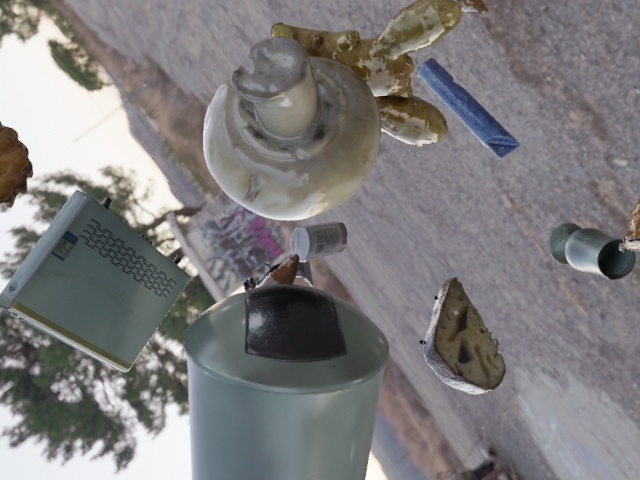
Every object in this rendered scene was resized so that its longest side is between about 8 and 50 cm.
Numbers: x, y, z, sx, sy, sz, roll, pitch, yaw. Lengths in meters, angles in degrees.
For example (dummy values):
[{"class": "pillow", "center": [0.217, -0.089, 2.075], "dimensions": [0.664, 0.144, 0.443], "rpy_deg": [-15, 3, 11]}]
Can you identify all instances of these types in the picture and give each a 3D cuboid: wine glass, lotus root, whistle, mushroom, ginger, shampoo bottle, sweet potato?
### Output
[{"class": "wine glass", "center": [0.604, 0.024, 1.674], "dimensions": [0.103, 0.103, 0.231], "rpy_deg": [54, 180, -11]}, {"class": "lotus root", "center": [0.317, 0.236, 1.711], "dimensions": [0.260, 0.170, 0.074], "rpy_deg": [57, 154, -3]}, {"class": "whistle", "center": [0.334, -0.302, 1.716], "dimensions": [0.304, 0.062, 0.062], "rpy_deg": [52, 176, 25]}, {"class": "mushroom", "center": [-0.049, -0.197, 1.240], "dimensions": [0.314, 0.314, 0.336], "rpy_deg": [52, 174, 15]}, {"class": "ginger", "center": [0.088, -0.325, 1.473], "dimensions": [0.363, 0.348, 0.122], "rpy_deg": [80, -165, -63]}, {"class": "shampoo bottle", "center": [0.000, 0.000, 1.862], "dimensions": [0.056, 0.086, 0.227], "rpy_deg": [7, -172, 24]}, {"class": "sweet potato", "center": [-0.111, 0.130, 1.246], "dimensions": [0.057, 0.264, 0.057], "rpy_deg": [34, -171, -6]}]

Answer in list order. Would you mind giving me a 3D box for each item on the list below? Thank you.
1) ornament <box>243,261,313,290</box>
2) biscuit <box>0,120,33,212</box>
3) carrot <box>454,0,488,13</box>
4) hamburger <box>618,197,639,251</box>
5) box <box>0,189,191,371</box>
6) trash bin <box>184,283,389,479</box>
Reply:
[{"class": "ornament", "center": [-0.127, 0.094, 2.122], "dimensions": [0.088, 0.203, 0.081], "rpy_deg": [51, -147, -60]}, {"class": "biscuit", "center": [-0.770, -0.147, 1.552], "dimensions": [0.326, 0.326, 0.107], "rpy_deg": [52, 139, 24]}, {"class": "carrot", "center": [0.211, -0.506, 1.436], "dimensions": [0.263, 0.102, 0.102], "rpy_deg": [30, 180, -9]}, {"class": "hamburger", "center": [0.487, -0.035, 1.016], "dimensions": [0.176, 0.087, 0.102], "rpy_deg": [-4, 85, 54]}, {"class": "box", "center": [-0.320, 0.064, 1.108], "dimensions": [0.045, 0.211, 0.270], "rpy_deg": [23, 166, 33]}, {"class": "trash bin", "center": [-0.056, 0.277, 1.067], "dimensions": [0.280, 0.280, 0.432], "rpy_deg": [-135, 46, -65]}]
